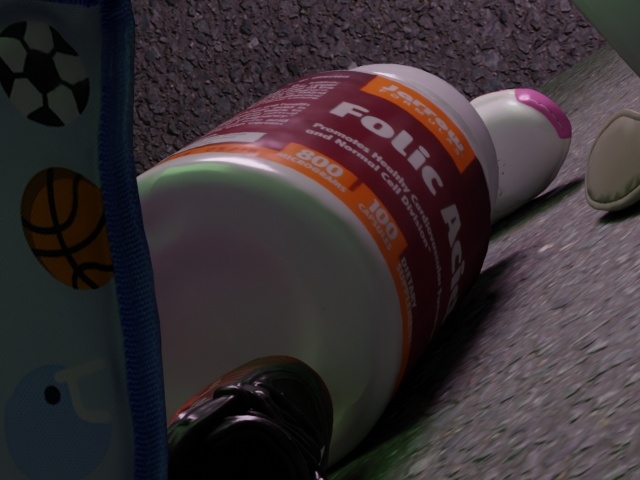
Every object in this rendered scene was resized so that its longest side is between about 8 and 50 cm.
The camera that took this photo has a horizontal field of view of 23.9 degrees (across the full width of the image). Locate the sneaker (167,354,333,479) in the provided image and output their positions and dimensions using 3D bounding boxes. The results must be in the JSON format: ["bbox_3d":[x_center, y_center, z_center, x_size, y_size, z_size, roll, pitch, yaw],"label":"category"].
[{"bbox_3d":[-0.039,0.123,0.774,0.135,0.097,0.276,-46,0,30],"label":"sneaker"}]

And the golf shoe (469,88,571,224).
[{"bbox_3d":[0.122,-0.034,1.448,0.306,0.115,0.140,-41,9,50],"label":"golf shoe"}]

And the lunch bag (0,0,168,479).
[{"bbox_3d":[-0.220,0.114,0.642,0.239,0.385,0.328,0,-16,-32],"label":"lunch bag"}]

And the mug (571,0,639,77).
[{"bbox_3d":[0.305,-0.193,0.812,0.328,0.276,0.374,-42,-28,14],"label":"mug"}]

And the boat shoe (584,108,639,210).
[{"bbox_3d":[0.253,-0.063,1.064,0.065,0.075,0.206,8,-17,-16],"label":"boat shoe"}]

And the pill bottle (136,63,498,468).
[{"bbox_3d":[0.000,0.000,1.107,0.224,0.224,0.392,-34,5,26],"label":"pill bottle"}]
